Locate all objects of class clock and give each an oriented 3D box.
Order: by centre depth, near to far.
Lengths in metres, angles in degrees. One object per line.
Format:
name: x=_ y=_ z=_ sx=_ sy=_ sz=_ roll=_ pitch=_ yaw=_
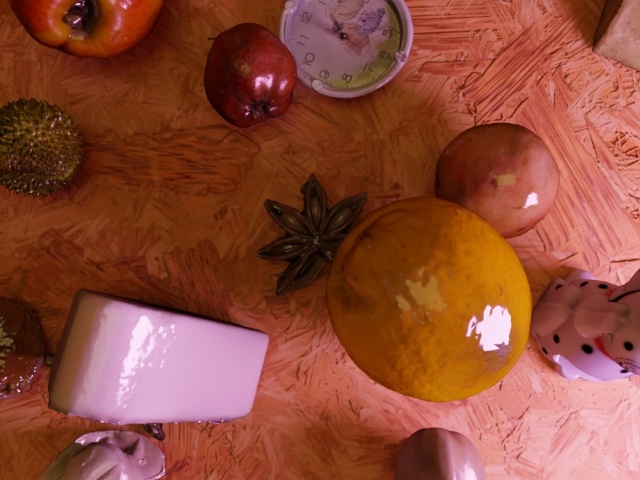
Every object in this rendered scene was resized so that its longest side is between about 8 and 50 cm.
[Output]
clock: x=0.440 y=0.124 z=0.761 sx=0.189 sy=0.254 sz=0.188 roll=0 pitch=78 yaw=1
clock: x=0.044 y=-0.361 z=0.936 sx=0.237 sy=0.053 sz=0.236 roll=0 pitch=85 yaw=4

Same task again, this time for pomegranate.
pomegranate: x=0.275 y=-0.097 z=0.829 sx=0.191 sy=0.191 sz=0.191 roll=0 pitch=83 yaw=2

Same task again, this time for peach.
peach: x=-0.386 y=-0.442 z=0.878 sx=0.281 sy=0.238 sz=0.280 roll=-20 pitch=58 yaw=35

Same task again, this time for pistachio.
pistachio: x=0.178 y=0.394 z=0.794 sx=0.138 sy=0.153 sz=0.237 roll=5 pitch=110 yaw=13

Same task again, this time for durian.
durian: x=-0.488 y=-0.155 z=0.887 sx=0.198 sy=0.159 sz=0.146 roll=-11 pitch=51 yaw=27

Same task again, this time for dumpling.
dumpling: x=-0.354 y=0.370 z=0.835 sx=0.199 sy=0.118 sz=0.136 roll=-22 pitch=66 yaw=-28

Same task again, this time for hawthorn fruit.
hawthorn fruit: x=-0.128 y=-0.301 z=0.895 sx=0.163 sy=0.162 sz=0.203 roll=-19 pitch=72 yaw=0

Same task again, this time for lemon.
lemon: x=0.150 y=0.083 z=0.752 sx=0.297 sy=0.297 sz=0.297 roll=0 pitch=83 yaw=2

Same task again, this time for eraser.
eraser: x=-0.258 y=0.161 z=0.755 sx=0.331 sy=0.331 sz=0.149 roll=14 pitch=83 yaw=4

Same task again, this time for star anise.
star anise: x=-0.007 y=-0.015 z=0.884 sx=0.212 sy=0.073 sz=0.196 roll=-8 pitch=86 yaw=-1

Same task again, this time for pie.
pie: x=-0.553 y=0.172 z=0.849 sx=0.195 sy=0.046 sz=0.195 roll=14 pitch=64 yaw=-31

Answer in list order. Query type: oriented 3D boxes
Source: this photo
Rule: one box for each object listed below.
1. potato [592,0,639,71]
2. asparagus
potato: x=0.644 y=-0.446 z=0.843 sx=0.280 sy=0.213 sz=0.330 roll=19 pitch=85 yaw=5
asparagus: x=-0.361 y=0.263 z=0.889 sx=0.249 sy=0.024 sz=0.025 roll=31 pitch=128 yaw=6
